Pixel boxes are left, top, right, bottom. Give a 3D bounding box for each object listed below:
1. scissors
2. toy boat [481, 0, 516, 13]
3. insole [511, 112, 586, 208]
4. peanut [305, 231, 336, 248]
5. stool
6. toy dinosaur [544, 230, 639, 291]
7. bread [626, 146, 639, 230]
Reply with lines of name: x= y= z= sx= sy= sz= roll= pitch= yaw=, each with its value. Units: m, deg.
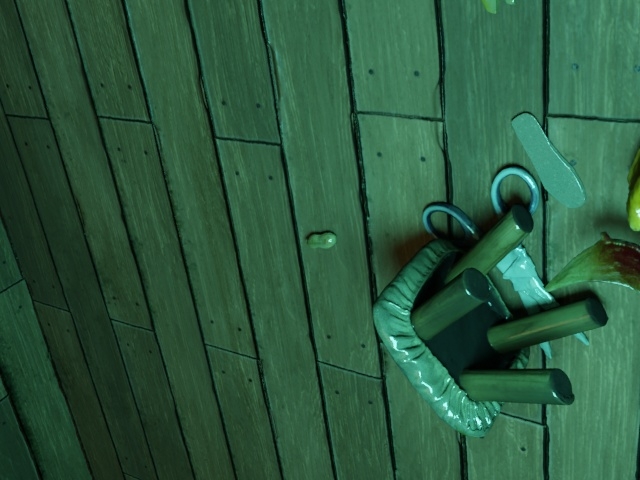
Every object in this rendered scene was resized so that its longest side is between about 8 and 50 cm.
scissors: x=0.370 y=0.059 z=1.476 sx=0.256 sy=0.029 sz=0.383 roll=-25 pitch=101 yaw=44
toy boat: x=0.288 y=-0.494 z=1.148 sx=0.115 sy=0.089 sz=0.310 roll=31 pitch=132 yaw=30
insole: x=0.393 y=-0.136 z=1.349 sx=0.063 sy=0.010 sz=0.192 roll=-29 pitch=97 yaw=43
peanut: x=0.000 y=0.000 z=1.714 sx=0.083 sy=0.037 sz=0.037 roll=1 pitch=117 yaw=42
stool: x=0.294 y=0.131 z=1.352 sx=0.310 sy=0.310 sz=0.226 roll=50 pitch=134 yaw=-4
toy dinosaur: x=0.541 y=0.070 z=1.238 sx=0.113 sy=0.327 sz=0.207 roll=84 pitch=167 yaw=-68
bread: x=0.596 y=-0.097 z=1.089 sx=0.340 sy=0.194 sz=0.179 roll=17 pitch=134 yaw=33
